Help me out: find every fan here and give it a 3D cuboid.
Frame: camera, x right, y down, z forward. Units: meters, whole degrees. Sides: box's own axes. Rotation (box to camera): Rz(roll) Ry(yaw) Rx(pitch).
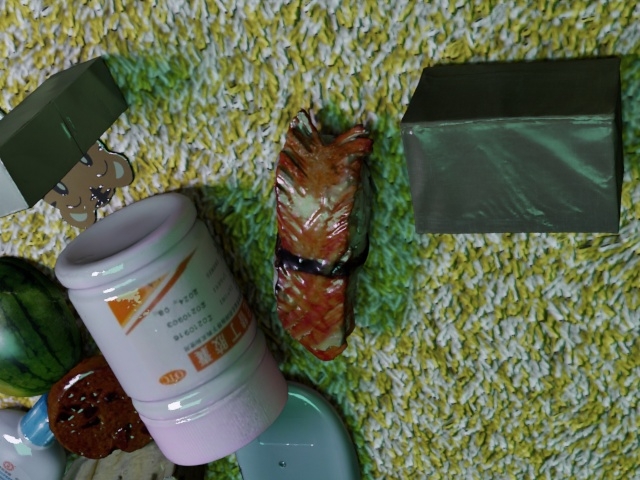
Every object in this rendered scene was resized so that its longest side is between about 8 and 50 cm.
[{"bbox_3d":[-0.369,-0.119,1.651,0.227,0.008,0.152,39,124,-9],"label":"fan"}]

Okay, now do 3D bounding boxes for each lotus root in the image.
[{"bbox_3d":[-0.278,0.382,1.863,0.235,0.119,0.138,-11,116,22],"label":"lotus root"}]

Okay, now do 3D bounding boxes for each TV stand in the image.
[{"bbox_3d":[-0.336,-0.125,1.479,0.088,0.269,0.082,-16,115,28],"label":"TV stand"}]

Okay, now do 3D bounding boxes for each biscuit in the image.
[{"bbox_3d":[-0.311,0.243,1.799,0.192,0.049,0.192,-9,124,-13],"label":"biscuit"}]

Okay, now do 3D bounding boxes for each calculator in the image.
[{"bbox_3d":[-0.035,0.327,1.798,0.186,0.041,0.298,-1,121,18],"label":"calculator"}]

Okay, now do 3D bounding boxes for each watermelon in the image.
[{"bbox_3d":[-0.460,0.135,1.766,0.204,0.127,0.232,-24,105,32],"label":"watermelon"}]

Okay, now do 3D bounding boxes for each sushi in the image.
[{"bbox_3d":[0.000,0.000,1.546,0.124,0.130,0.332,9,128,6],"label":"sushi"}]

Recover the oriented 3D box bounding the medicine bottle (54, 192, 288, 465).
[{"bbox_3d":[-0.192,0.117,1.622,0.202,0.202,0.315,-15,115,25],"label":"medicine bottle"}]

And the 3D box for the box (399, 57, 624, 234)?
[{"bbox_3d":[0.223,-0.108,1.388,0.231,0.155,0.149,-1,123,16],"label":"box"}]

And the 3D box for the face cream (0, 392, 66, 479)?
[{"bbox_3d":[-0.486,0.344,1.927,0.163,0.080,0.336,39,123,-7],"label":"face cream"}]
